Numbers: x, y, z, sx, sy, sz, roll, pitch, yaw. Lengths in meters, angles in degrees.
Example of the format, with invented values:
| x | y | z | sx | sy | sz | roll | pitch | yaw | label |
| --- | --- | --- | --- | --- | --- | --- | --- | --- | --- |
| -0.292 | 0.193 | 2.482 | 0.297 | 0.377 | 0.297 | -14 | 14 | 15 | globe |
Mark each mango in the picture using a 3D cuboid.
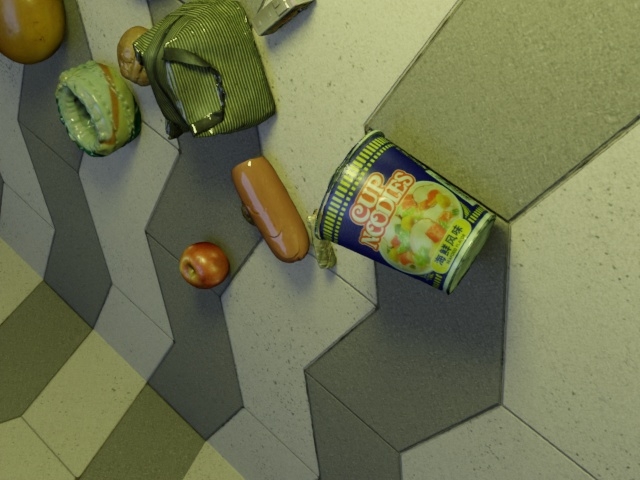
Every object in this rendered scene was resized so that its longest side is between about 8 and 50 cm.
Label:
| x | y | z | sx | sy | sz | roll | pitch | yaw | label |
| --- | --- | --- | --- | --- | --- | --- | --- | --- | --- |
| -0.923 | -0.764 | 2.324 | 0.300 | 0.232 | 0.446 | 28 | 130 | 38 | mango |

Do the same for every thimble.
| x | y | z | sx | sy | sz | roll | pitch | yaw | label |
| --- | --- | --- | --- | --- | --- | --- | --- | --- | --- |
| -0.704 | -0.415 | 2.398 | 0.254 | 0.167 | 0.288 | 3 | 121 | 46 | thimble |

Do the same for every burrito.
| x | y | z | sx | sy | sz | roll | pitch | yaw | label |
| --- | --- | --- | --- | --- | --- | --- | --- | --- | --- |
| 0.001 | 0.000 | 2.025 | 0.042 | 0.051 | 0.171 | 20 | 132 | 48 | burrito |

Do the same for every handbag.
| x | y | z | sx | sy | sz | roll | pitch | yaw | label |
| --- | --- | --- | --- | --- | --- | --- | --- | --- | --- |
| -0.293 | -0.406 | 1.881 | 0.247 | 0.240 | 0.341 | 13 | 128 | 48 | handbag |

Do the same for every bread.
| x | y | z | sx | sy | sz | roll | pitch | yaw | label |
| --- | --- | --- | --- | --- | --- | --- | --- | --- | --- |
| -0.188 | -0.092 | 2.142 | 0.060 | 0.082 | 0.113 | 26 | 132 | 37 | bread |

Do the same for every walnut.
| x | y | z | sx | sy | sz | roll | pitch | yaw | label |
| --- | --- | --- | --- | --- | --- | --- | --- | --- | --- |
| -0.485 | -0.509 | 2.102 | 0.166 | 0.149 | 0.167 | 5 | 126 | 6 | walnut |

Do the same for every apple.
| x | y | z | sx | sy | sz | roll | pitch | yaw | label |
| --- | --- | --- | --- | --- | --- | --- | --- | --- | --- |
| -0.369 | 0.078 | 2.440 | 0.163 | 0.139 | 0.163 | 17 | 117 | 36 | apple |

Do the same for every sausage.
| x | y | z | sx | sy | sz | roll | pitch | yaw | label |
| --- | --- | --- | --- | --- | --- | --- | --- | --- | --- |
| -0.129 | -0.080 | 2.050 | 0.121 | 0.121 | 0.304 | -17 | 104 | 53 | sausage |

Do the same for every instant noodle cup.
| x | y | z | sx | sy | sz | roll | pitch | yaw | label |
| --- | --- | --- | --- | --- | --- | --- | --- | --- | --- |
| 0.190 | -0.045 | 1.621 | 0.312 | 0.284 | 0.284 | 31 | 139 | 16 | instant noodle cup |

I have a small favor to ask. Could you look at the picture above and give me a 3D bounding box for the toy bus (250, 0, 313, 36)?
| x | y | z | sx | sy | sz | roll | pitch | yaw | label |
| --- | --- | --- | --- | --- | --- | --- | --- | --- | --- |
| -0.085 | -0.516 | 1.698 | 0.172 | 0.072 | 0.057 | -21 | 97 | 53 | toy bus |
